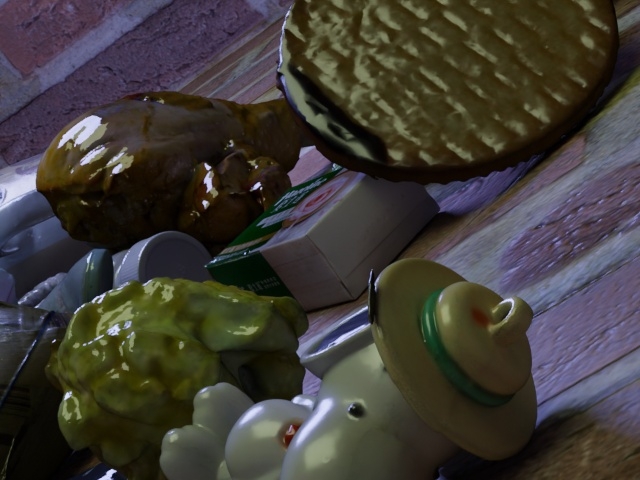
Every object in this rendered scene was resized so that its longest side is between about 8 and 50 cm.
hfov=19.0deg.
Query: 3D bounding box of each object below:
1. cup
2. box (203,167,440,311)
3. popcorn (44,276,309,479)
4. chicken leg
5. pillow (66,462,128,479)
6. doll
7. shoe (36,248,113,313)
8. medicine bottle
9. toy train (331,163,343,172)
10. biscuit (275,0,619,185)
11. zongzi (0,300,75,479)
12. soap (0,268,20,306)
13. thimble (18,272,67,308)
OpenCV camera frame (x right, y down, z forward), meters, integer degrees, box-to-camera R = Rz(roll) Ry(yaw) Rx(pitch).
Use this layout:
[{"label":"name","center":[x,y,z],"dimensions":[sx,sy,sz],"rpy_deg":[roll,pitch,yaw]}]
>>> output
[{"label":"cup","center":[-0.320,-0.029,2.395],"dimensions":[0.257,0.227,0.301],"rpy_deg":[-32,-10,2]},{"label":"box","center":[0.000,0.000,1.771],"dimensions":[0.135,0.081,0.199],"rpy_deg":[-45,16,-31]},{"label":"popcorn","center":[-0.106,0.118,1.413],"dimensions":[0.167,0.185,0.187],"rpy_deg":[3,20,36]},{"label":"chicken leg","center":[-0.097,-0.072,2.142],"dimensions":[0.409,0.182,0.295],"rpy_deg":[-16,29,-38]},{"label":"pillow","center":[-0.199,0.240,1.512],"dimensions":[0.141,0.055,0.208],"rpy_deg":[-26,16,15]},{"label":"doll","center":[0.011,0.102,1.205],"dimensions":[0.208,0.144,0.271],"rpy_deg":[-50,19,-11]},{"label":"shoe","center":[-0.261,0.089,1.979],"dimensions":[0.079,0.078,0.195],"rpy_deg":[-82,1,-50]},{"label":"medicine bottle","center":[-0.195,0.058,2.047],"dimensions":[0.168,0.105,0.105],"rpy_deg":[-23,19,50]},{"label":"toy train","center":[0.056,-0.084,2.012],"dimensions":[0.093,0.038,0.056],"rpy_deg":[-37,15,1]},{"label":"biscuit","center":[0.115,-0.180,1.747],"dimensions":[0.318,0.040,0.318],"rpy_deg":[-6,55,8]},{"label":"zongzi","center":[-0.235,0.174,1.829],"dimensions":[0.123,0.289,0.260],"rpy_deg":[98,173,-50]},{"label":"soap","center":[-0.427,0.131,2.179],"dimensions":[0.091,0.145,0.230],"rpy_deg":[-26,39,48]},{"label":"thimble","center":[-0.322,0.105,2.282],"dimensions":[0.115,0.090,0.102],"rpy_deg":[-31,17,21]}]
